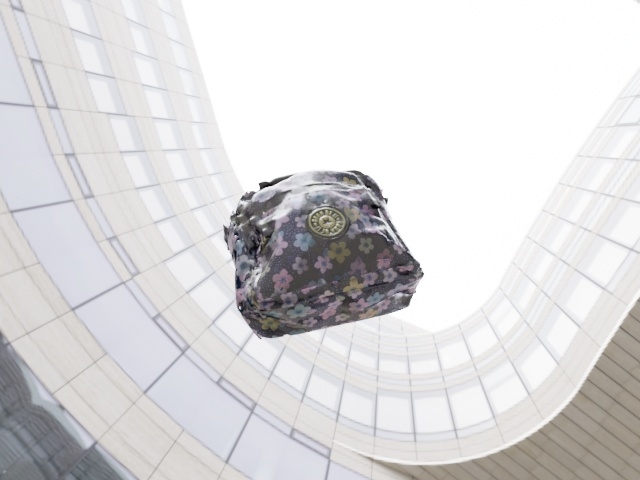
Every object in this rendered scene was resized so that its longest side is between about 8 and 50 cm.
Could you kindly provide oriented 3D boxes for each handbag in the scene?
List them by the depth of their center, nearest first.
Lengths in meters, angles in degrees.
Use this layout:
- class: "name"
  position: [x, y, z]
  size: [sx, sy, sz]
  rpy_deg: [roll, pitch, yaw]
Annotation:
- class: "handbag"
  position: [0.000, 0.000, 0.536]
  size: [0.228, 0.208, 0.127]
  rpy_deg: [-12, -38, -13]
